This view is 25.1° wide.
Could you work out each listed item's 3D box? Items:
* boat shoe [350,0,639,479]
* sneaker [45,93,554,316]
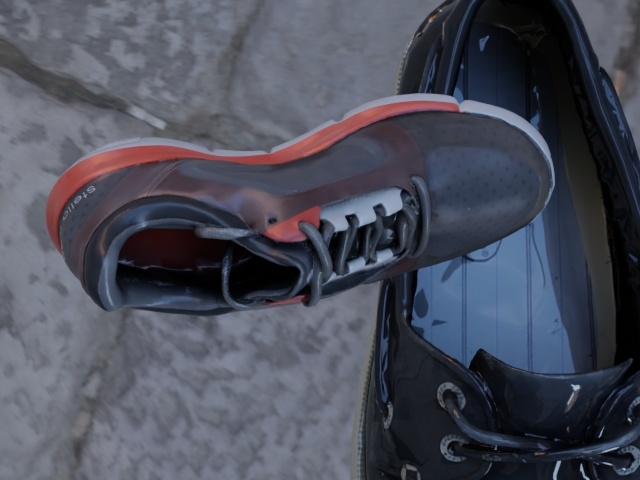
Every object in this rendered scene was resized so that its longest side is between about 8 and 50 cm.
[{"bbox_3d":[0.083,0.045,0.587,0.127,0.113,0.340,5,75,-4],"label":"boat shoe"},{"bbox_3d":[0.000,0.000,0.430,0.158,0.065,0.061,-10,121,-10],"label":"sneaker"}]
